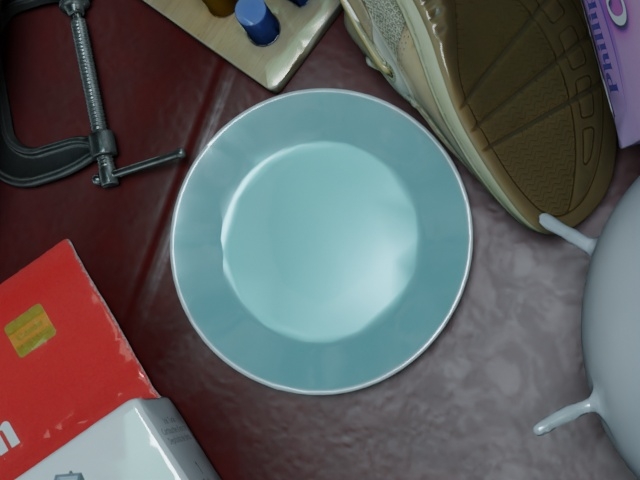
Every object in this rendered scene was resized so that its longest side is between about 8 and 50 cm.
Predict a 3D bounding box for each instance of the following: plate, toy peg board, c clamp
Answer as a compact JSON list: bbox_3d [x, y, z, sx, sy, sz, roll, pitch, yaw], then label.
[{"bbox_3d":[0.000,0.000,0.674,0.188,0.024,0.188,-1,83,11],"label":"plate"},{"bbox_3d":[-0.050,-0.207,0.684,0.160,0.079,0.161,37,91,13],"label":"toy peg board"},{"bbox_3d":[-0.169,-0.103,0.724,0.137,0.022,0.161,-21,79,14],"label":"c clamp"}]

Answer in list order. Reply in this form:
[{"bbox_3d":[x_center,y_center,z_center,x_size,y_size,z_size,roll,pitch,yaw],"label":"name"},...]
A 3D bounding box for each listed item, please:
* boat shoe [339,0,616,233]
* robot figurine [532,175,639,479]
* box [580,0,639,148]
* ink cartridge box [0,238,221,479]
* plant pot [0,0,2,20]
[{"bbox_3d":[0.065,-0.138,0.631,0.109,0.098,0.302,-38,103,-20],"label":"boat shoe"},{"bbox_3d":[0.282,0.046,0.523,0.353,0.200,0.300,2,45,11],"label":"robot figurine"},{"bbox_3d":[0.243,-0.181,0.511,0.242,0.117,0.214,-14,87,-7],"label":"box"},{"bbox_3d":[-0.217,0.181,0.670,0.296,0.066,0.261,-35,79,4],"label":"ink cartridge box"},{"bbox_3d":[-0.285,-0.111,0.663,0.215,0.215,0.230,18,77,13],"label":"plant pot"}]
